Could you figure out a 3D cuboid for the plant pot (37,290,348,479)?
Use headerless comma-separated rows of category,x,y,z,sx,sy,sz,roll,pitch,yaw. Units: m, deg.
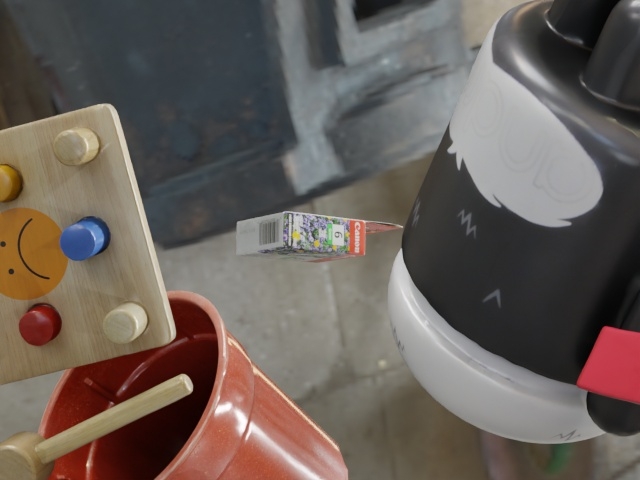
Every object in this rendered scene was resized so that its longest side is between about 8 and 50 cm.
plant pot,-0.125,0.238,1.828,0.265,0.272,0.272,41,54,-37

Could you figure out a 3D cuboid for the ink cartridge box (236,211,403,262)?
ink cartridge box,0.000,0.000,1.260,0.115,0.063,0.029,7,80,-36

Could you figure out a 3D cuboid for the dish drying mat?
dish drying mat,0.146,0.057,0.712,0.008,0.083,0.032,34,77,-32

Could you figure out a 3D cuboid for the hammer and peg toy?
hammer and peg toy,-0.277,0.061,1.688,0.127,0.266,0.361,-43,118,-80

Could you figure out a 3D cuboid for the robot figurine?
robot figurine,0.144,-0.018,0.894,0.174,0.278,0.209,30,33,13
